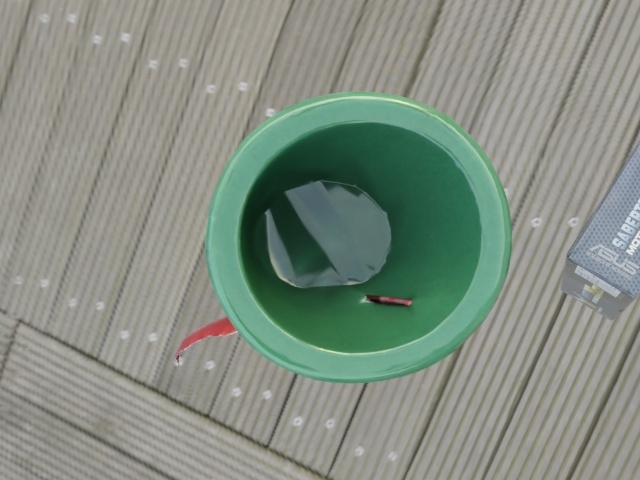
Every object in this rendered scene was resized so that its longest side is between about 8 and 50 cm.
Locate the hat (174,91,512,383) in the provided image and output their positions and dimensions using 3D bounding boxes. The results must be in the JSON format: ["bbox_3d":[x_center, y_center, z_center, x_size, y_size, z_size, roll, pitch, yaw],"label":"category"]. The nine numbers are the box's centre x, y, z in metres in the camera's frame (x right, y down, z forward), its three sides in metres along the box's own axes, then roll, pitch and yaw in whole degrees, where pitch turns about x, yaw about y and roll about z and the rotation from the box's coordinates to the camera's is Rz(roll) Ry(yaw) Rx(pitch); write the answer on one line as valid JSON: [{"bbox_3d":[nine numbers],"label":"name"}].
[{"bbox_3d":[0.000,0.000,0.674,0.209,0.183,0.172,-5,91,-8],"label":"hat"}]

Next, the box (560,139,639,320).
[{"bbox_3d":[0.258,-0.035,0.781,0.059,0.233,0.183,33,90,14],"label":"box"}]
